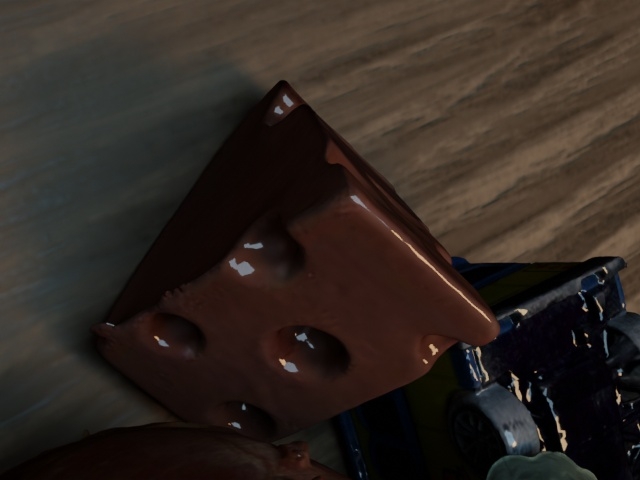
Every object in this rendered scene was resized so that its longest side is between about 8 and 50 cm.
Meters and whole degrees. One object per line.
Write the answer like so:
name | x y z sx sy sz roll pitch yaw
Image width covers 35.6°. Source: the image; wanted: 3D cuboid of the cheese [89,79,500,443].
cheese | -0.008 -0.008 0.561 0.128 0.203 0.177 40 40 -23

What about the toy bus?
toy bus | 0.123 0.161 0.618 0.138 0.175 0.288 -21 100 -31

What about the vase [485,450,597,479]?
vase | 0.118 0.153 0.435 0.081 0.148 0.081 -1 96 -8

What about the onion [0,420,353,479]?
onion | -0.049 0.243 0.412 0.353 0.353 0.354 1 88 -33
